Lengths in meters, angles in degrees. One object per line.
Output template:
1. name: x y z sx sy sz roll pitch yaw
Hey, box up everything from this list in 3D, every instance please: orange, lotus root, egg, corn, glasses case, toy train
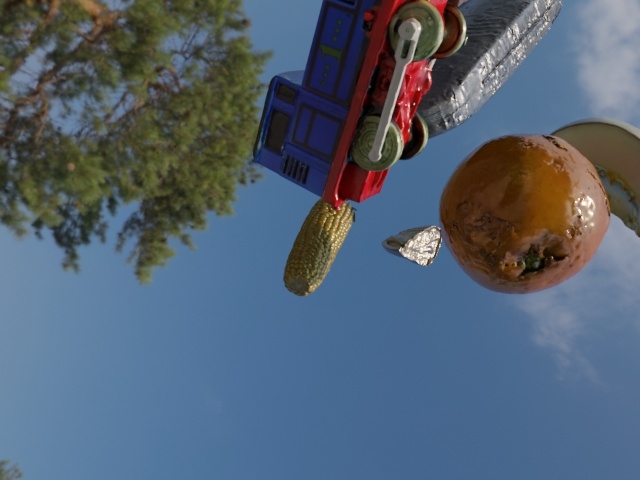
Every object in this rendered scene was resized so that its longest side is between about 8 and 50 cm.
1. orange: 0.302 -0.042 0.890 0.246 0.246 0.246 -20 -120 38
2. lotus root: 0.249 0.019 1.582 0.135 0.159 0.095 14 -56 68
3. egg: 0.547 -0.139 1.133 0.271 0.161 0.207 14 -63 37
4. corn: -0.003 0.003 1.141 0.091 0.091 0.260 -53 -173 41
5. glasses case: 0.150 -0.192 0.600 0.109 0.067 0.282 8 -132 46
6. toy train: 0.031 -0.133 0.472 0.131 0.082 0.204 30 -60 21

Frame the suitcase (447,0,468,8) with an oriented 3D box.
1. suitcase: 0.220 -0.389 1.026 0.161 0.297 0.236 58 -38 13
